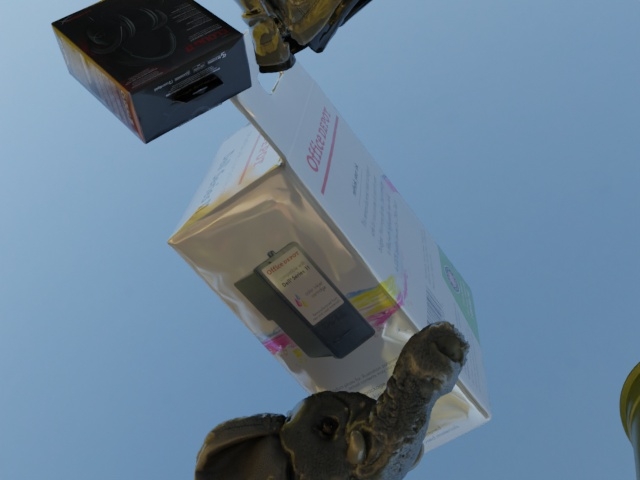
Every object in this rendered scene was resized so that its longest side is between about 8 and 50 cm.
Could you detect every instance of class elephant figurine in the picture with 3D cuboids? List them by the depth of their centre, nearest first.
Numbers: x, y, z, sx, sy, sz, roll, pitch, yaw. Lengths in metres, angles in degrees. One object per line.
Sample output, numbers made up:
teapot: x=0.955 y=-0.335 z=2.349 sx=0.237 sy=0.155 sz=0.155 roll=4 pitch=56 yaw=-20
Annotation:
elephant figurine: x=-0.003 y=0.181 z=0.509 sx=0.185 sy=0.169 sz=0.240 roll=6 pitch=-110 yaw=10

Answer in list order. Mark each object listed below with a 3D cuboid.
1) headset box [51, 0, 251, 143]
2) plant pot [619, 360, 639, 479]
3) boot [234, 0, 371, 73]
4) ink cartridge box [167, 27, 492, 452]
headset box: x=-0.078 y=-0.086 z=0.347 sx=0.062 sy=0.032 sz=0.083 roll=-34 pitch=-126 yaw=-22
plant pot: x=0.171 y=0.097 z=0.319 sx=0.083 sy=0.083 sz=0.079 roll=6 pitch=-159 yaw=26
boot: x=-0.009 y=-0.201 z=0.401 sx=0.083 sy=0.161 sz=0.246 roll=-37 pitch=-175 yaw=-25
ink cartridge box: x=0.000 y=0.000 z=0.637 sx=0.119 sy=0.353 sz=0.207 roll=-31 pitch=-159 yaw=21
